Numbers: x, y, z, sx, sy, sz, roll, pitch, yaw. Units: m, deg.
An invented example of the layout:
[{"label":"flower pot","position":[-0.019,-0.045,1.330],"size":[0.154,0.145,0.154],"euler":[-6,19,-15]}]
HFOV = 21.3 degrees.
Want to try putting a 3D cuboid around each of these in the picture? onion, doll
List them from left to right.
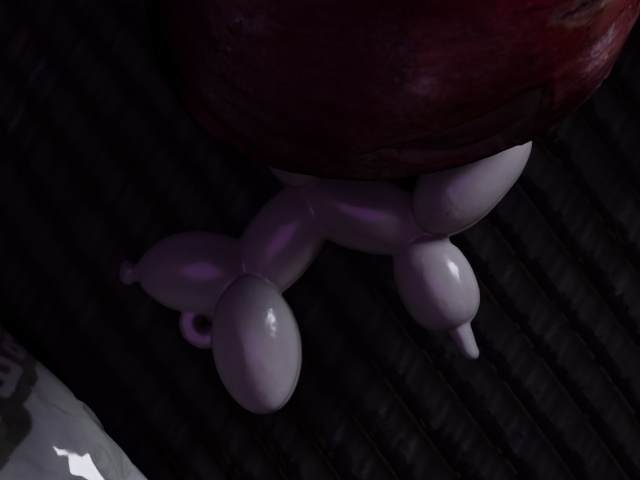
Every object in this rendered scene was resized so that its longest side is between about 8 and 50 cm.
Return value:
[{"label":"doll","position":[0.000,0.000,0.741],"size":[0.161,0.059,0.160],"euler":[17,87,3]},{"label":"onion","position":[0.026,-0.168,0.641],"size":[0.272,0.230,0.256],"euler":[-28,70,-19]}]

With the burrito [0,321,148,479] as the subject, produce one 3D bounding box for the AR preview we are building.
[{"label":"burrito","position":[-0.259,0.013,0.733],"size":[0.445,0.101,0.139],"euler":[43,101,1]}]
